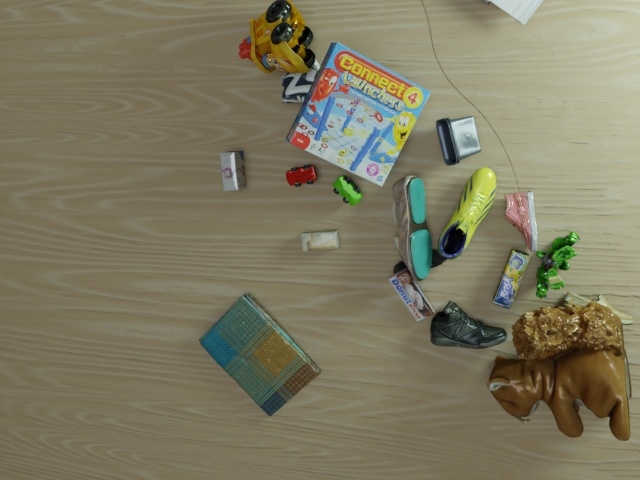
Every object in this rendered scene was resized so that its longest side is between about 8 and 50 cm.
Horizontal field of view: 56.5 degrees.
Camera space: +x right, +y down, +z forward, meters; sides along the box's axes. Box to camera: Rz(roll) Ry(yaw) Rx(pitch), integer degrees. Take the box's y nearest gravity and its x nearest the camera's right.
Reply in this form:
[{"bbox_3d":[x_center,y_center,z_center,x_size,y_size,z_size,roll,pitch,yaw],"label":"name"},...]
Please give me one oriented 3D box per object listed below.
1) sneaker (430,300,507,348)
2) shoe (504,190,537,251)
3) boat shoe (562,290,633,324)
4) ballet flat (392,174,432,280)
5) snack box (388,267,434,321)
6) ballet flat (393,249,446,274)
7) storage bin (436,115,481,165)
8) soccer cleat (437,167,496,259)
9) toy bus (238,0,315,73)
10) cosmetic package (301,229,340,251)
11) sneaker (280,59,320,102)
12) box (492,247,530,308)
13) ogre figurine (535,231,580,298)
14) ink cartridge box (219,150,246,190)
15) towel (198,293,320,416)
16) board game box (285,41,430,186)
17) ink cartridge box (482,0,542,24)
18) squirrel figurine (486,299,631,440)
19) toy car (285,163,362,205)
[{"bbox_3d":[0.446,0.255,1.805,0.228,0.087,0.130,1,108,20],"label":"sneaker"},{"bbox_3d":[0.579,-0.052,1.723,0.081,0.063,0.177,-6,94,17],"label":"shoe"},{"bbox_3d":[0.801,0.190,1.712,0.190,0.068,0.072,14,91,12],"label":"boat shoe"},{"bbox_3d":[0.269,-0.037,1.791,0.106,0.108,0.315,1,94,52],"label":"ballet flat"},{"bbox_3d":[0.281,0.170,1.840,0.064,0.022,0.178,-29,110,20],"label":"snack box"},{"bbox_3d":[0.306,0.070,1.836,0.173,0.049,0.057,-18,67,13],"label":"ballet flat"},{"bbox_3d":[0.398,-0.292,1.712,0.091,0.098,0.135,-16,97,-10],"label":"storage bin"},{"bbox_3d":[0.428,-0.072,1.725,0.094,0.121,0.289,27,106,9],"label":"soccer cleat"},{"bbox_3d":[-0.140,-0.563,1.730,0.212,0.149,0.220,-22,56,22],"label":"toy bus"},{"bbox_3d":[0.000,0.000,1.897,0.115,0.041,0.060,-6,99,16],"label":"cosmetic package"},{"bbox_3d":[-0.039,-0.424,1.794,0.153,0.094,0.234,-29,92,20],"label":"sneaker"},{"bbox_3d":[0.562,0.113,1.759,0.054,0.059,0.168,19,105,13],"label":"box"},{"bbox_3d":[0.664,0.060,1.691,0.097,0.118,0.196,6,104,10],"label":"ogre figurine"},{"bbox_3d":[-0.277,-0.222,1.901,0.052,0.088,0.122,-1,101,12],"label":"ink cartridge box"},{"bbox_3d":[-0.213,0.393,2.038,0.370,0.040,0.271,46,110,0],"label":"towel"},{"bbox_3d":[0.105,-0.355,1.701,0.309,0.086,0.301,23,102,-15],"label":"board game box"},{"bbox_3d":[0.533,-0.755,1.591,0.239,0.060,0.275,38,107,4],"label":"ink cartridge box"},{"bbox_3d":[0.659,0.349,1.690,0.371,0.281,0.396,-5,107,30],"label":"squirrel figurine"},{"bbox_3d":[0.041,-0.200,1.837,0.225,0.053,0.239,46,113,0],"label":"toy car"}]
